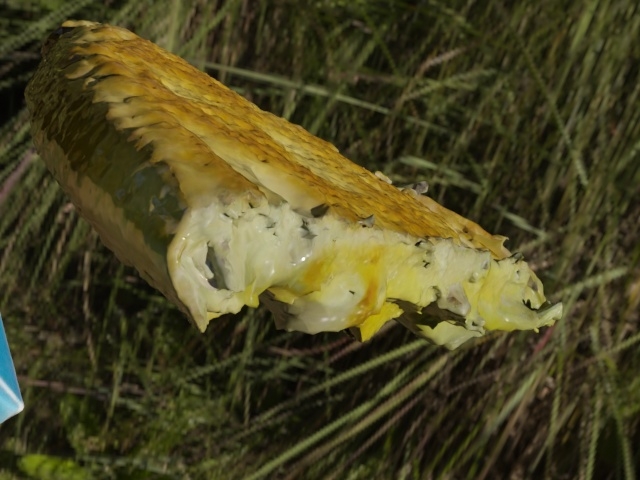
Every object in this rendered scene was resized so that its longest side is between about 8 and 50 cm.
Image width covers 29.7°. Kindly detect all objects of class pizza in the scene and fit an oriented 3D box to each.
[{"bbox_3d":[0.000,0.000,0.563,0.287,0.075,0.280,25,13,-22],"label":"pizza"}]

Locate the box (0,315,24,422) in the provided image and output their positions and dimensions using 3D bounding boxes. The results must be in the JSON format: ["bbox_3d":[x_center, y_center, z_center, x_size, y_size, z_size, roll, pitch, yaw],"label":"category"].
[{"bbox_3d":[-0.200,0.039,0.370,0.194,0.073,0.139,-32,45,2],"label":"box"}]
